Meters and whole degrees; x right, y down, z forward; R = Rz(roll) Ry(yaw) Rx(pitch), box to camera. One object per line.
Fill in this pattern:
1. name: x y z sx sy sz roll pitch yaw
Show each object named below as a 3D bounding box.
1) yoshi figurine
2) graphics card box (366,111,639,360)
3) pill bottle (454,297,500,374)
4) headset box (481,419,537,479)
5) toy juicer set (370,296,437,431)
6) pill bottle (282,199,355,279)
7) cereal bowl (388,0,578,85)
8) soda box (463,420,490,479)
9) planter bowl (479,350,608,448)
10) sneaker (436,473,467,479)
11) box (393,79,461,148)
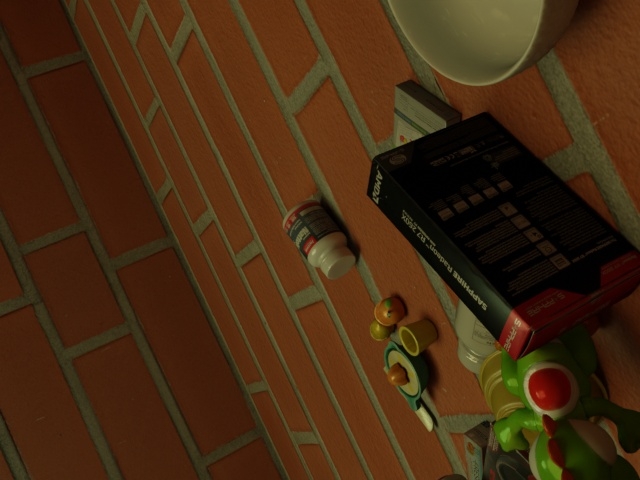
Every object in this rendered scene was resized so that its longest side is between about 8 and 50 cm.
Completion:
1. yoshi figurine: 0.368 0.269 1.253 0.203 0.203 0.362 112 162 -46
2. graphics card box: 0.266 -0.021 1.271 0.371 0.233 0.094 51 153 29
3. pill bottle: 0.299 0.123 1.465 0.131 0.131 0.229 47 150 37
4. headset box: 0.414 0.448 1.554 0.293 0.110 0.218 45 151 39
5. toy juicer set: 0.170 0.275 1.935 0.209 0.090 0.328 41 147 43
6. pill bottle: 0.000 0.000 2.009 0.180 0.108 0.108 51 153 29
7. cereal bowl: 0.223 -0.386 1.129 0.339 0.141 0.338 47 151 36
8. soda box: 0.345 0.470 1.783 0.058 0.063 0.183 34 142 50
9. planter bowl: 0.357 0.282 1.416 0.217 0.090 0.217 17 136 17
10. sneaker: 0.328 0.569 1.689 0.305 0.114 0.152 33 -170 -40
11. box: 0.187 -0.174 1.536 0.145 0.038 0.186 45 150 39
